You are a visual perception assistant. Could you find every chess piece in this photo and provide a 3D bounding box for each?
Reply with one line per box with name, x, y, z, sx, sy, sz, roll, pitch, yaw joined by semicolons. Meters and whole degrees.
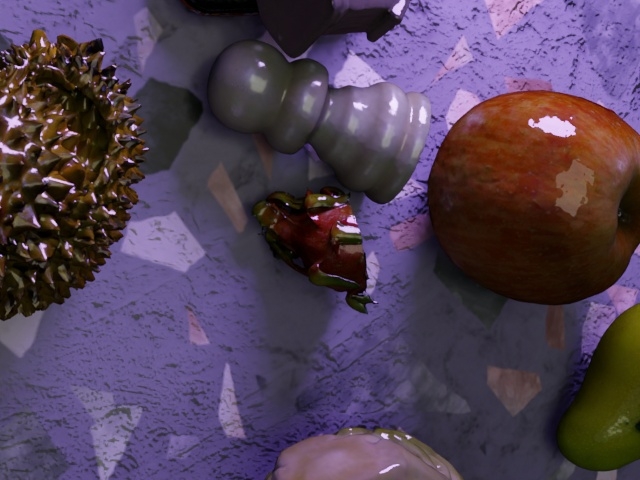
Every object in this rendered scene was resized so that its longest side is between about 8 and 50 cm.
chess piece;-0.012;-0.150;0.896;0.251;0.144;0.145;19;86;-18

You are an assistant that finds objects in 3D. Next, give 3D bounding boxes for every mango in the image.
mango;0.466;0.217;1.117;0.175;0.143;0.293;38;88;-19

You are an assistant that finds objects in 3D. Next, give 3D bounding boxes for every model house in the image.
model house;0.024;-0.330;0.829;0.188;0.122;0.229;-19;105;-26

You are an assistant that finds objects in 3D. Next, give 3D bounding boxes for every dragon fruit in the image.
dragon fruit;0.000;0.000;0.923;0.174;0.138;0.142;14;46;5

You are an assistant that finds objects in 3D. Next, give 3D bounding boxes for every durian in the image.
durian;-0.296;-0.055;0.726;0.293;0.258;0.258;-43;108;-26

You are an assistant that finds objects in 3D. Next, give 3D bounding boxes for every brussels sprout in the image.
brussels sprout;0.066;0.383;0.900;0.327;0.247;0.328;-3;97;-26

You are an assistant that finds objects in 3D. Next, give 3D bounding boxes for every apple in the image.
apple;0.294;-0.052;0.964;0.309;0.250;0.278;-2;93;-25

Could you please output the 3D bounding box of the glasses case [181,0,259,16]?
glasses case;-0.044;-0.323;0.900;0.266;0.067;0.103;-8;98;-23
